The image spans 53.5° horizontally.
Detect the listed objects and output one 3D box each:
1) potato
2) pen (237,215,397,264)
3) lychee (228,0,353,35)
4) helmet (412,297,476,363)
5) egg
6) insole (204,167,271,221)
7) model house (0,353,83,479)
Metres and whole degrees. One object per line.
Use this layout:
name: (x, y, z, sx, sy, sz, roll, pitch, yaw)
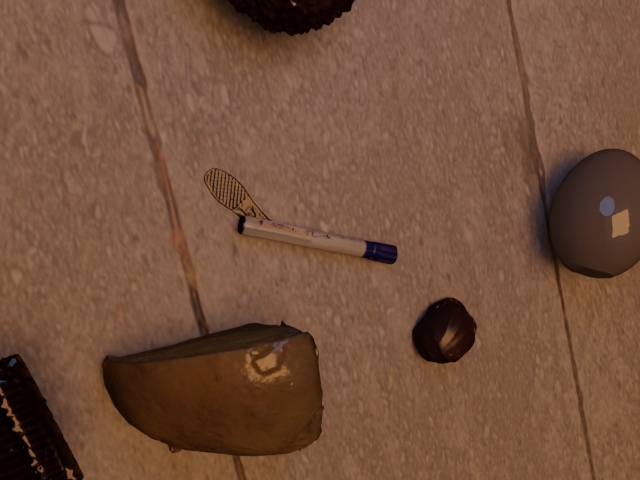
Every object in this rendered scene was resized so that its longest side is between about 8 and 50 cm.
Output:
potato: (-0.142, 0.233, 0.861, 0.265, 0.189, 0.210, -9, 96, -22)
pen: (0.000, 0.000, 0.993, 0.269, 0.033, 0.033, 12, 88, -22)
lychee: (-0.031, -0.429, 0.859, 0.268, 0.267, 0.267, -1, 92, -22)
helmet: (0.220, 0.155, 1.071, 0.123, 0.070, 0.098, -43, 106, -14)
egg: (0.498, -0.051, 1.121, 0.176, 0.176, 0.231, 18, 77, -22)
insole: (-0.122, -0.056, 0.959, 0.045, 0.002, 0.135, -46, 108, -14)
model house: (-0.411, 0.305, 0.698, 0.283, 0.297, 0.317, -21, 98, -14)
